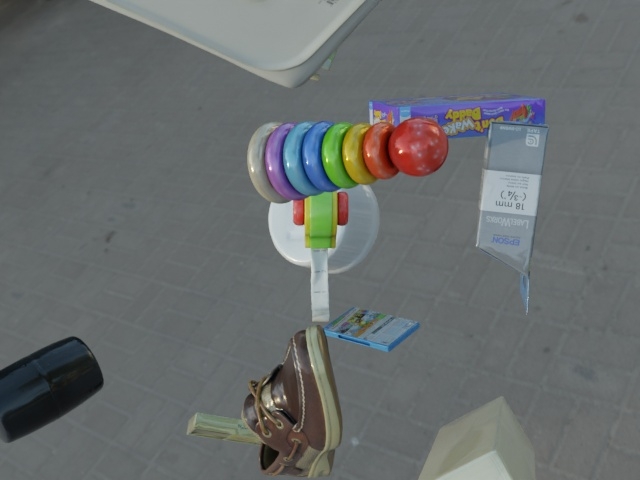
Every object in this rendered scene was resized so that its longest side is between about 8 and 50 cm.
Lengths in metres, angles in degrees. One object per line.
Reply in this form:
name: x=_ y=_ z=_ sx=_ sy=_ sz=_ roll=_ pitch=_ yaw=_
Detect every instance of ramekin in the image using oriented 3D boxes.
ramekin: x=-0.001 y=-0.055 z=1.902 sx=0.277 sy=0.135 sz=0.277 roll=-3 pitch=84 yaw=34

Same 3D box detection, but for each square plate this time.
square plate: x=-0.071 y=-0.285 z=0.689 sx=0.347 sy=0.344 sz=0.049 roll=-34 pitch=45 yaw=47

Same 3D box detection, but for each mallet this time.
mallet: x=-0.203 y=0.096 z=0.462 sx=0.190 sy=0.039 sz=0.062 roll=-17 pitch=10 yaw=45

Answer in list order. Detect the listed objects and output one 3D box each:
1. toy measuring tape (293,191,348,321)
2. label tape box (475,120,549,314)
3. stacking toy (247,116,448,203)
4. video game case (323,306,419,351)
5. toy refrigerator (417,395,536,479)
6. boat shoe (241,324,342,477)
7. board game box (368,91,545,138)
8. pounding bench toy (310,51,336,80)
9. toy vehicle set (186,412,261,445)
toy measuring tape: x=0.000 y=0.000 z=1.474 sx=0.122 sy=0.121 sz=0.329 roll=0 pitch=90 yaw=32
label tape box: x=0.350 y=-0.053 z=1.406 sx=0.106 sy=0.333 sz=0.240 roll=6 pitch=8 yaw=11
stacking toy: x=0.049 y=-0.138 z=1.184 sx=0.331 sy=0.141 sz=0.141 roll=-3 pitch=46 yaw=35
video game case: x=0.103 y=0.181 z=1.543 sx=0.166 sy=0.015 sz=0.119 roll=10 pitch=26 yaw=37
toy refrigerator: x=0.196 y=0.277 z=0.899 sx=0.102 sy=0.269 sz=0.094 roll=-32 pitch=83 yaw=13
boat shoe: x=-0.044 y=0.234 z=1.004 sx=0.123 sy=0.342 sz=0.123 roll=-6 pitch=55 yaw=-8
board game box: x=0.311 y=-0.292 z=1.750 sx=0.347 sy=0.078 sz=0.233 roll=-5 pitch=15 yaw=-10
pounding bench toy: x=-0.008 y=-0.386 z=1.598 sx=0.065 sy=0.052 sz=0.083 roll=-123 pitch=53 yaw=-66
toy vehicle set: x=-0.179 y=0.460 z=1.789 sx=0.267 sy=0.166 sz=0.035 roll=13 pitch=68 yaw=-13
